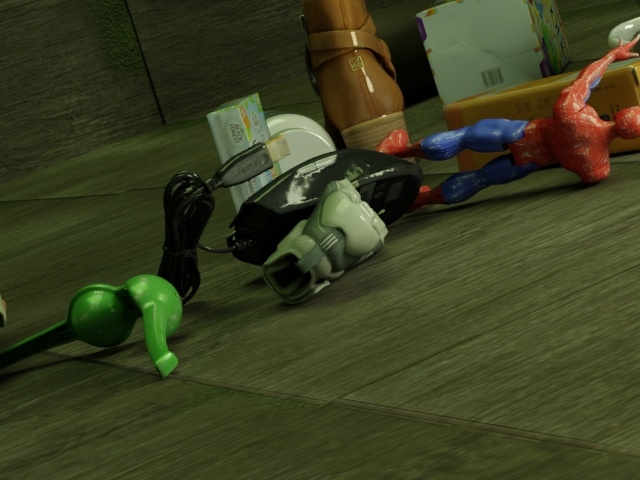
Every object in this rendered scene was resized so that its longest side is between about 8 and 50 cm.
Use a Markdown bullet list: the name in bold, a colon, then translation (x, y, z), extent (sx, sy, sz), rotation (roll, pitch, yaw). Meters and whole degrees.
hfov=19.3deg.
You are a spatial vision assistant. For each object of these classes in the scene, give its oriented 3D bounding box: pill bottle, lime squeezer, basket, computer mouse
- **pill bottle**: translation (-0.038, -0.082, 1.986), extent (0.108, 0.108, 0.180), rotation (-19, 8, -8)
- **lime squeezer**: translation (-0.173, 0.078, 1.510), extent (0.310, 0.059, 0.110), rotation (-6, 47, 51)
- **basket**: translation (0.122, -0.279, 2.785), extent (0.227, 0.154, 0.204), rotation (-18, 10, -27)
- **computer mouse**: translation (-0.030, -0.048, 1.612), extent (0.262, 0.060, 0.184), rotation (-21, -29, -18)

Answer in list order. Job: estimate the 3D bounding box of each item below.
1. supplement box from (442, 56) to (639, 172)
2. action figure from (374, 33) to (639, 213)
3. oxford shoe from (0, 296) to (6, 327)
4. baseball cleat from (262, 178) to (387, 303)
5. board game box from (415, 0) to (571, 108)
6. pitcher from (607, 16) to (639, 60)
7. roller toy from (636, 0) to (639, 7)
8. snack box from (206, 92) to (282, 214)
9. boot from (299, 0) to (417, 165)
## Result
- **supplement box**: translation (0.228, -0.115, 1.755), extent (0.080, 0.078, 0.233), rotation (-22, 9, -41)
- **action figure**: translation (0.193, -0.097, 1.657), extent (0.280, 0.091, 0.139), rotation (-8, 22, 49)
- **oxford shoe**: translation (-0.339, 0.039, 1.615), extent (0.140, 0.146, 0.397), rotation (-52, 11, 26)
- **baseball cleat**: translation (0.000, 0.000, 1.526), extent (0.109, 0.072, 0.206), rotation (-38, -4, 1)
- **board game box**: translation (0.234, -0.270, 2.495), extent (0.144, 0.142, 0.275), rotation (-16, 9, 16)
- **pitcher**: translation (0.393, -0.209, 1.809), extent (0.207, 0.125, 0.178), rotation (-26, 30, -9)
- **roller toy**: translation (0.447, -0.273, 2.064), extent (0.209, 0.146, 0.191), rotation (-29, 3, -25)
- **snack box**: translation (-0.065, -0.067, 1.839), extent (0.037, 0.141, 0.100), rotation (-16, 9, 11)
- **boot**: translation (0.026, -0.173, 2.048), extent (0.109, 0.220, 0.283), rotation (-18, 9, 1)
